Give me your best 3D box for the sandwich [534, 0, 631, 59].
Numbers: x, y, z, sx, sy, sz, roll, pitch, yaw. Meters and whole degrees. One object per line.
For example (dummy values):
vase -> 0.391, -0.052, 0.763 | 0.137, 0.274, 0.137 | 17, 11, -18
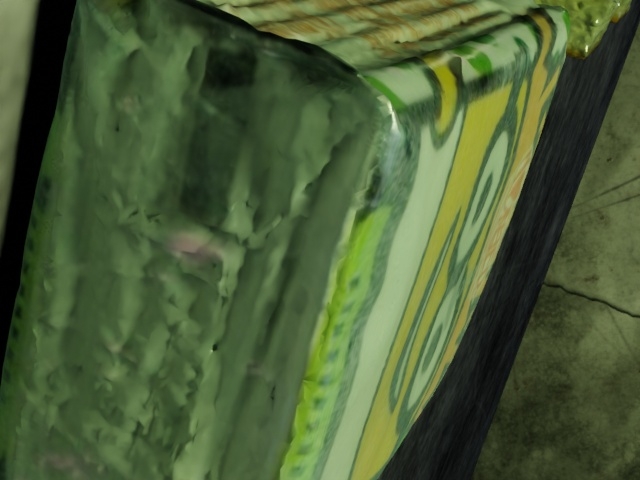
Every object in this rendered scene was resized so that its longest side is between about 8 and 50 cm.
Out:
sandwich -> 0.200, -0.239, 0.923 | 0.235, 0.128, 0.122 | -48, 163, -52

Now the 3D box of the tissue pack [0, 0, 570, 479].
tissue pack -> 0.000, 0.000, 0.529 | 0.311, 0.128, 0.228 | -35, 145, -64
